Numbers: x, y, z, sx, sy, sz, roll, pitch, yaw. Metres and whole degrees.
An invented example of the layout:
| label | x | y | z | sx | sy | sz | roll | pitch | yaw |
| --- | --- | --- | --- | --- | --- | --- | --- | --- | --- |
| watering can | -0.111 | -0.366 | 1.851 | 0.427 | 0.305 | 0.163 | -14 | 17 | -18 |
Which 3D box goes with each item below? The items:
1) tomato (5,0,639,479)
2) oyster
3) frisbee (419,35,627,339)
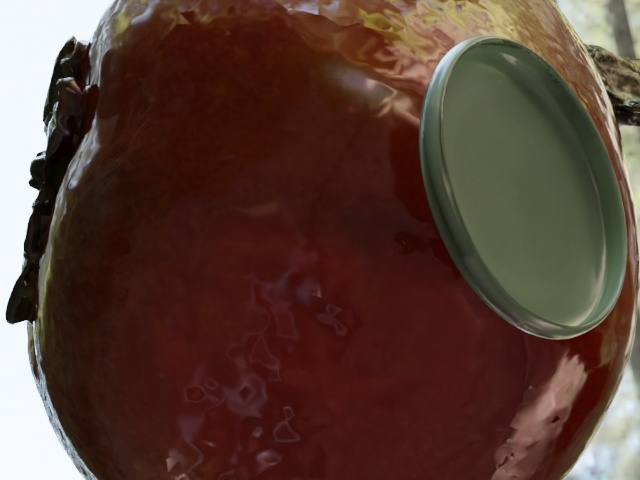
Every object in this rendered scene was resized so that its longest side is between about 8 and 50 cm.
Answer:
| label | x | y | z | sx | sy | sz | roll | pitch | yaw |
| --- | --- | --- | --- | --- | --- | --- | --- | --- | --- |
| tomato | 0.000 | 0.000 | 0.934 | 0.290 | 0.293 | 0.325 | 15 | -70 | -8 |
| oyster | 0.191 | -0.093 | 1.205 | 0.166 | 0.108 | 0.053 | 3 | -59 | -41 |
| frisbee | 0.071 | -0.019 | 0.669 | 0.014 | 0.110 | 0.110 | -22 | -36 | 38 |
